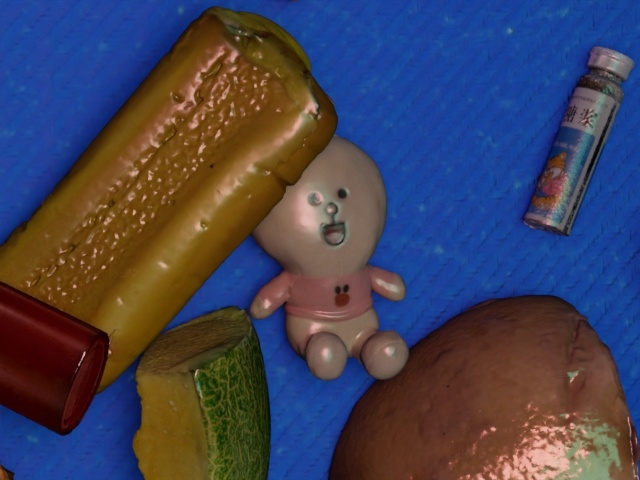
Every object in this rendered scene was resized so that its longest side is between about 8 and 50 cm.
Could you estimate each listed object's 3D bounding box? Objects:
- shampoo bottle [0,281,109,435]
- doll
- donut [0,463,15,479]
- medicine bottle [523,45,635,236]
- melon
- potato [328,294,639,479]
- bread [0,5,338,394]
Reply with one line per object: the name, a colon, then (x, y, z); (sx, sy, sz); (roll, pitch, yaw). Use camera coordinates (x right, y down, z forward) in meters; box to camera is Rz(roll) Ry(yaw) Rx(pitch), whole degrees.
shampoo bottle: (-0.314, 0.072, 1.621); (0.260, 0.064, 0.102); (24, 109, 15)
doll: (-0.002, 0.004, 1.756); (0.155, 0.113, 0.275); (-13, 88, -13)
donut: (-0.426, 0.273, 1.551); (0.435, 0.163, 0.377); (43, 80, -30)
medicine bottle: (0.258, -0.098, 1.855); (0.051, 0.051, 0.191); (24, 84, -16)
melon: (-0.109, 0.235, 1.711); (0.124, 0.196, 0.323); (3, 103, 9)
potato: (0.138, 0.167, 1.749); (0.264, 0.211, 0.189); (-11, 96, -12)
bread: (-0.144, -0.033, 1.673); (0.166, 0.112, 0.383); (42, 95, 9)
